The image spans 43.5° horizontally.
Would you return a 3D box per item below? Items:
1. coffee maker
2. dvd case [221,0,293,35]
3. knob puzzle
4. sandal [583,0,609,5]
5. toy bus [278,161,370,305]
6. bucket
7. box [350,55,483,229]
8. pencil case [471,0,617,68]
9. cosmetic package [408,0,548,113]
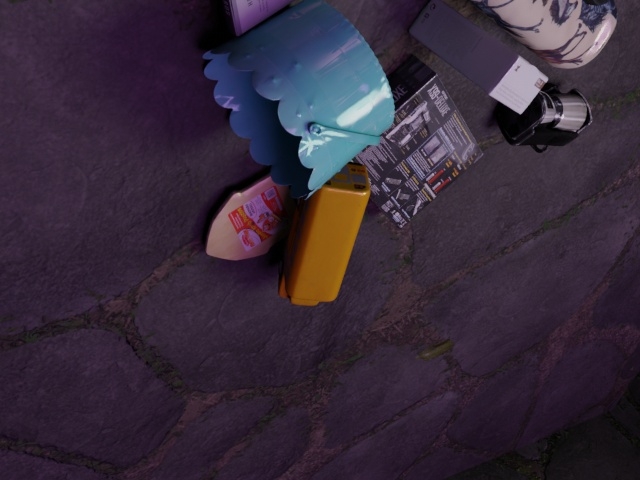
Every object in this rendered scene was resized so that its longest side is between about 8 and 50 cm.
[{"bbox_3d":[0.472,-0.251,1.739,0.178,0.120,0.171,-4,132,-37],"label":"coffee maker"},{"bbox_3d":[-0.052,-0.424,1.147,0.239,0.029,0.179,-39,146,-24],"label":"dvd case"},{"bbox_3d":[-0.139,-0.037,1.522,0.213,0.030,0.213,-23,141,-21],"label":"knob puzzle"},{"bbox_3d":[0.593,-0.570,1.407,0.446,0.107,0.167,-47,136,-24],"label":"sandal"},{"bbox_3d":[0.000,0.000,1.517,0.108,0.130,0.332,7,128,-12],"label":"toy bus"},{"bbox_3d":[-0.030,-0.220,1.236,0.183,0.281,0.281,-36,143,-13],"label":"bucket"},{"bbox_3d":[0.170,-0.182,1.592,0.242,0.076,0.307,-43,143,5],"label":"box"},{"bbox_3d":[0.375,-0.453,1.417,0.410,0.160,0.183,15,106,-47],"label":"pencil case"},{"bbox_3d":[0.272,-0.324,1.402,0.117,0.231,0.085,16,117,-47],"label":"cosmetic package"}]
